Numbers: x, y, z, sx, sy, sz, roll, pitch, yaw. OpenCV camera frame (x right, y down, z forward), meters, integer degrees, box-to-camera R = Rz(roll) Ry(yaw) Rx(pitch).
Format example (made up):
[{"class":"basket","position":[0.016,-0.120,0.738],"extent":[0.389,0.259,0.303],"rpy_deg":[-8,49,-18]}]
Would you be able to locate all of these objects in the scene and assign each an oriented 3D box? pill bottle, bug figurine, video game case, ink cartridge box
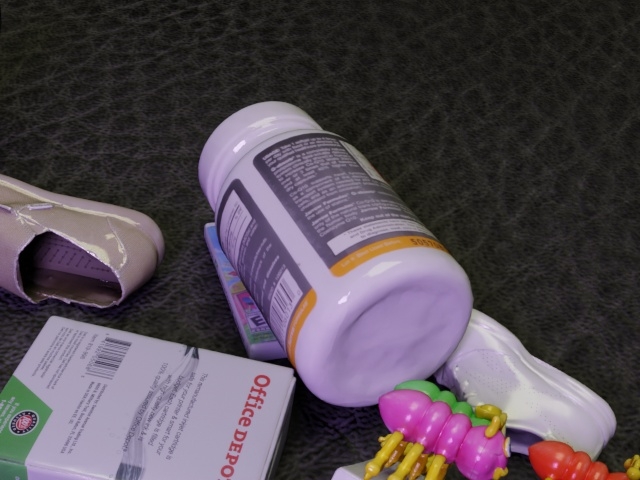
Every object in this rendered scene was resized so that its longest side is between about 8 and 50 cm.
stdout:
[{"class":"pill bottle","position":[0.000,0.000,0.856],"extent":[0.162,0.162,0.278],"rpy_deg":[-12,42,-24]},{"class":"bug figurine","position":[0.138,0.157,0.652],"extent":[0.216,0.072,0.279],"rpy_deg":[25,1,12]},{"class":"video game case","position":[0.007,0.035,0.966],"extent":[0.212,0.023,0.193],"rpy_deg":[-7,39,-18]},{"class":"ink cartridge box","position":[-0.136,0.154,0.732],"extent":[0.208,0.087,0.153],"rpy_deg":[12,37,7]}]

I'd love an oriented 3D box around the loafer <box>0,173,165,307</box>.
[{"class":"loafer","position":[-0.283,0.002,0.894],"extent":[0.269,0.102,0.092],"rpy_deg":[6,31,-3]}]

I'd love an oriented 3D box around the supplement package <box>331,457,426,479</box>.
[{"class":"supplement package","position":[0.082,0.230,0.627],"extent":[0.179,0.105,0.105],"rpy_deg":[26,2,21]}]

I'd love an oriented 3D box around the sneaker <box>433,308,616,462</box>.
[{"class":"sneaker","position":[0.143,0.131,0.831],"extent":[0.212,0.080,0.094],"rpy_deg":[30,54,25]}]
